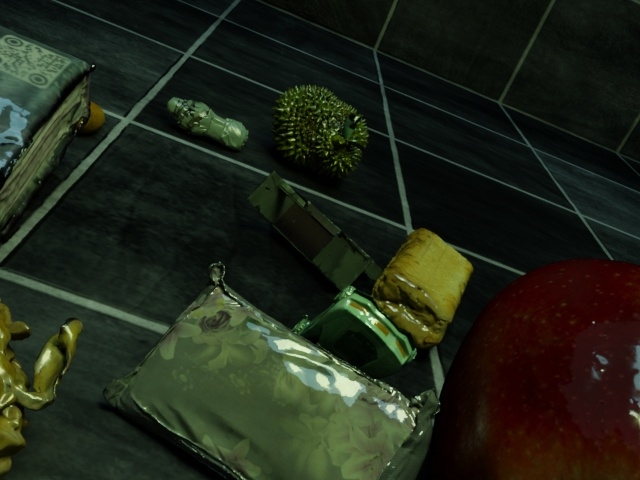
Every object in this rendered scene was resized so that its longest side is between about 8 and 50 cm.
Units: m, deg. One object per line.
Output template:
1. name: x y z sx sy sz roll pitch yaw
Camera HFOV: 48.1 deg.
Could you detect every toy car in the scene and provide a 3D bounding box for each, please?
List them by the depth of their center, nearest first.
1. toy car: 0.020 0.108 0.674 0.093 0.186 0.058 44 57 -2

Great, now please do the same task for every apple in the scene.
1. apple: 0.226 0.173 0.587 0.288 0.288 0.317 30 37 11

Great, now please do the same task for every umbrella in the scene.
1. umbrella: -0.188 -0.197 1.198 0.143 0.062 0.067 25 44 -10

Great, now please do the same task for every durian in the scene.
1. durian: 0.002 -0.183 1.252 0.198 0.146 0.159 42 13 22

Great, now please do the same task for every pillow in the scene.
1. pillow: -0.037 0.141 0.604 0.255 0.169 0.059 31 -14 15

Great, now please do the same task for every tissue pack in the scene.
1. tissue pack: -0.455 -0.164 0.752 0.361 0.122 0.259 20 44 -8

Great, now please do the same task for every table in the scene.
1. table: 0.000 0.000 0.963 0.146 0.062 0.175 43 -1 35

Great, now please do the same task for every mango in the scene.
1. mango: -0.343 -0.182 1.048 0.060 0.046 0.089 27 12 0

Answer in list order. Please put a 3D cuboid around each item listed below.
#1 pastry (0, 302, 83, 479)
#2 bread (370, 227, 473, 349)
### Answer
1. pastry: -0.277 0.079 0.519 0.250 0.102 0.154 38 27 31
2. bread: 0.132 0.060 0.937 0.114 0.083 0.211 41 25 5
